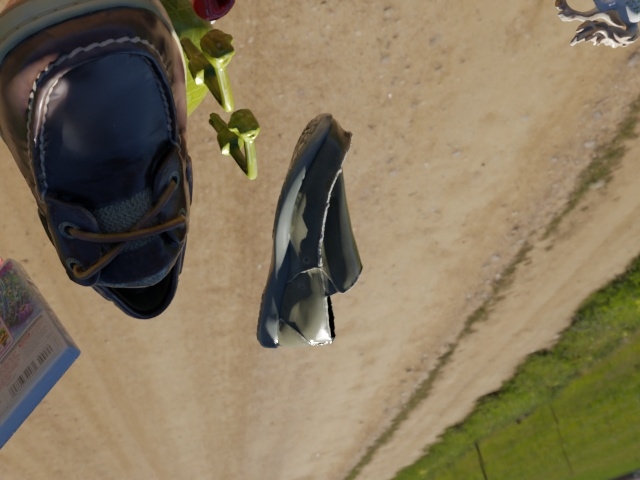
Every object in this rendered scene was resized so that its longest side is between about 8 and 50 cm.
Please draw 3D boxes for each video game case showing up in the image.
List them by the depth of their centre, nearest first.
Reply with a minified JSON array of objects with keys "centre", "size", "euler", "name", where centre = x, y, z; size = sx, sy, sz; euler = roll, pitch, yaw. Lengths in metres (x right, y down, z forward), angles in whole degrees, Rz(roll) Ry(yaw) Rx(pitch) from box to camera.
[{"centre":[-0.276,0.109,0.588],"size":[0.157,0.143,0.019],"euler":[-50,139,-3],"name":"video game case"}]

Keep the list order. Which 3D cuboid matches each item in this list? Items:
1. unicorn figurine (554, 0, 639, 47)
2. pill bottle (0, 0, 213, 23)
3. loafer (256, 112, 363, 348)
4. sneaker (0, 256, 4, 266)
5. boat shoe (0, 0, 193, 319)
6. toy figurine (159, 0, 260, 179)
[{"centre":[0.285,-0.257,0.669],"size":[0.111,0.060,0.162],"euler":[9,112,-4],"name":"unicorn figurine"},{"centre":[-0.304,-0.308,1.025],"size":[0.229,0.229,0.407],"euler":[4,171,-37],"name":"pill bottle"},{"centre":[0.000,0.000,0.681],"size":[0.087,0.094,0.251],"euler":[12,124,0],"name":"loafer"},{"centre":[-0.604,0.026,1.090],"size":[0.225,0.088,0.093],"euler":[-7,154,-14],"name":"sneaker"},{"centre":[-0.131,-0.028,0.489],"size":[0.123,0.123,0.342],"euler":[-24,165,-23],"name":"boat shoe"},{"centre":[-0.058,-0.249,0.474],"size":[0.217,0.191,0.363],"euler":[-43,145,-19],"name":"toy figurine"}]
